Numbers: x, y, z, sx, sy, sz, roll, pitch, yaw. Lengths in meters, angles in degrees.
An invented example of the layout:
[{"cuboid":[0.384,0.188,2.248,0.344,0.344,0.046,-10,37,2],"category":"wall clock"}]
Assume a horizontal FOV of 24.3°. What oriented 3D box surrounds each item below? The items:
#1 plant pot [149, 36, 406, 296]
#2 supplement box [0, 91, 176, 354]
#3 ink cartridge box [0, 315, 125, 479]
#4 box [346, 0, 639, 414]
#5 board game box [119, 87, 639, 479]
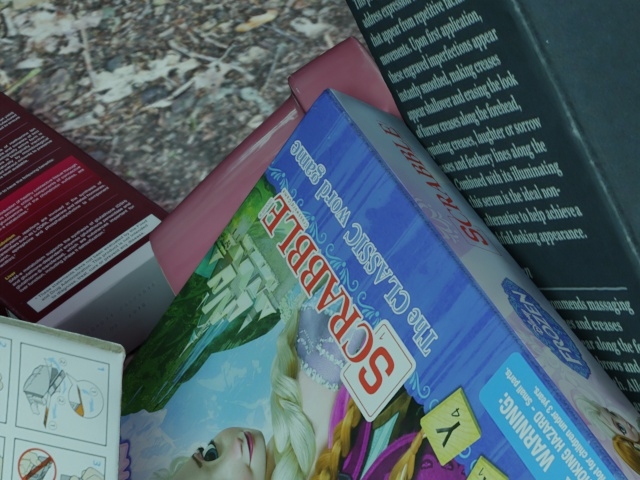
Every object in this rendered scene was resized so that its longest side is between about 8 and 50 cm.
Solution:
[{"cuboid":[0.000,0.000,0.953,0.180,0.201,0.201,-33,46,2],"category":"plant pot"},{"cuboid":[-0.208,-0.004,1.073,0.130,0.073,0.239,-37,51,-23],"category":"supplement box"},{"cuboid":[-0.210,0.218,0.662,0.130,0.272,0.309,18,57,-32],"category":"ink cartridge box"},{"cuboid":[0.232,-0.062,0.788,0.293,0.395,0.212,-28,6,-15],"category":"box"},{"cuboid":[0.000,0.137,0.759,0.318,0.066,0.318,-54,43,19],"category":"board game box"}]
